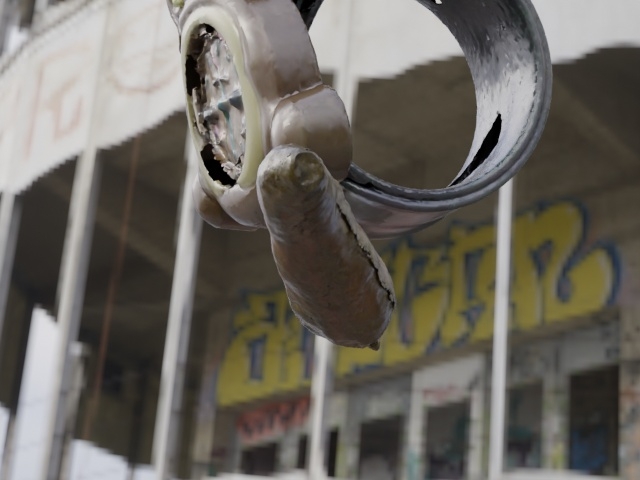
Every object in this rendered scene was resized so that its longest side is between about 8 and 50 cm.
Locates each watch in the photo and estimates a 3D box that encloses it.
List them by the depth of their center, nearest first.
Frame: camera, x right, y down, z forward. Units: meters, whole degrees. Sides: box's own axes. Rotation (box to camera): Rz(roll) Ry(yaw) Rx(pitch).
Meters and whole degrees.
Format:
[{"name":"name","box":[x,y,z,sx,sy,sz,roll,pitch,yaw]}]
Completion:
[{"name":"watch","box":[0.044,-0.175,1.656,0.327,0.335,0.314,-12,-7,-22]}]

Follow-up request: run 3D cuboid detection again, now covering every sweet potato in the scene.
[{"name":"sweet potato","box":[0.000,0.000,1.186,0.075,0.075,0.273,-1,-28,13]}]
